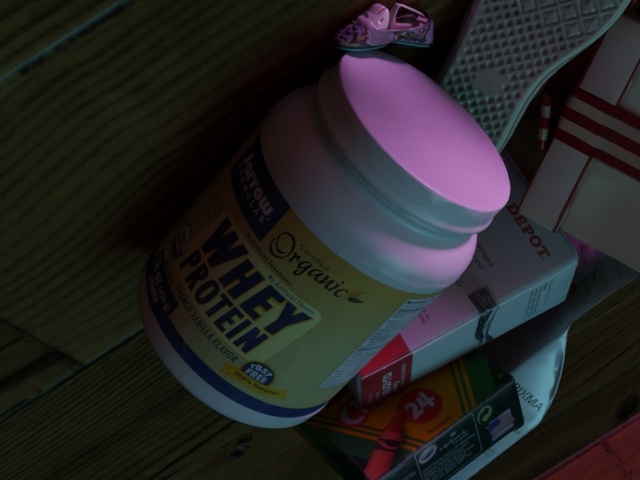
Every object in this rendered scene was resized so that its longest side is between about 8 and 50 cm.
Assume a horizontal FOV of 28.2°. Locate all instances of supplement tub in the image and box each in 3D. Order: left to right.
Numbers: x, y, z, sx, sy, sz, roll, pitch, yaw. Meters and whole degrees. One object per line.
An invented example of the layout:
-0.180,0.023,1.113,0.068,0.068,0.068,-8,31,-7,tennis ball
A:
0.000,0.000,1.180,0.228,0.228,0.316,0,140,-50,supplement tub

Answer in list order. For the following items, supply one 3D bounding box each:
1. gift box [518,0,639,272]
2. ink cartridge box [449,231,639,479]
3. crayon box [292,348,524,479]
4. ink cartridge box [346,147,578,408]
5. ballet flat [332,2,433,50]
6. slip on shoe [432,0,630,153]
0.374,-0.115,1.321,0.255,0.258,0.276,-12,129,-66,gift box
0.266,0.088,1.598,0.385,0.308,0.091,-40,111,21,ink cartridge box
0.055,0.161,1.483,0.202,0.318,0.081,-34,131,-18,crayon box
0.115,0.028,1.405,0.273,0.197,0.114,-27,156,-9,ink cartridge box
0.057,-0.191,1.129,0.114,0.041,0.041,-10,148,-40,ballet flat
0.196,-0.201,1.204,0.331,0.123,0.101,-57,179,34,slip on shoe
